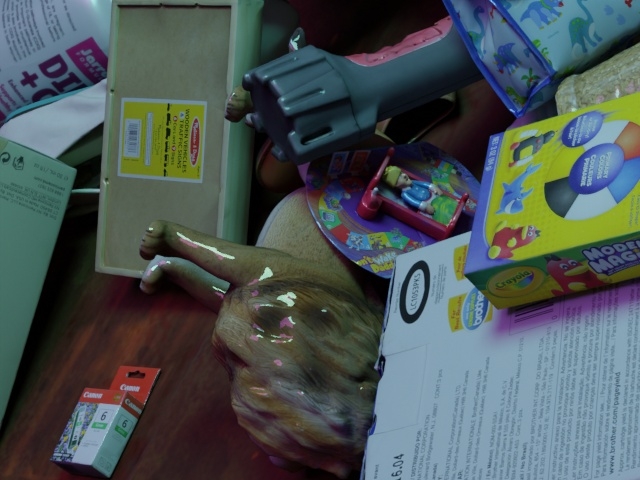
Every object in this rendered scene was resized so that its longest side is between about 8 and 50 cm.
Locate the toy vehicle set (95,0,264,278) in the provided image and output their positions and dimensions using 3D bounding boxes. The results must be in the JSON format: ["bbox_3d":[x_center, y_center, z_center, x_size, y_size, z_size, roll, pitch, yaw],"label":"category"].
[{"bbox_3d":[-0.134,-0.094,1.864,0.166,0.035,0.267,7,95,40],"label":"toy vehicle set"}]

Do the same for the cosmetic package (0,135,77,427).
[{"bbox_3d":[-0.366,0.054,1.958,0.160,0.113,0.310,5,76,46],"label":"cosmetic package"}]

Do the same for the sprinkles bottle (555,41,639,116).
[{"bbox_3d":[0.353,-0.148,1.487,0.355,0.121,0.121,-29,40,23],"label":"sprinkles bottle"}]

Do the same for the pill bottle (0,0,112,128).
[{"bbox_3d":[-0.250,-0.221,2.118,0.283,0.160,0.160,-24,42,28],"label":"pill bottle"}]

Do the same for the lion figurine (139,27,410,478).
[{"bbox_3d":[0.000,0.000,1.665,0.240,0.142,0.392,23,59,6],"label":"lion figurine"}]

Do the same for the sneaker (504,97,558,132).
[{"bbox_3d":[0.176,-0.030,1.603,0.094,0.080,0.212,-33,29,26],"label":"sneaker"}]

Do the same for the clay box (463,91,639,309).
[{"bbox_3d":[0.208,-0.037,1.343,0.222,0.053,0.127,-17,45,36],"label":"clay box"}]

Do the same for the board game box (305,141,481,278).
[{"bbox_3d":[0.073,-0.036,1.633,0.133,0.168,0.033,63,146,30],"label":"board game box"}]

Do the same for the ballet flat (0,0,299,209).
[{"bbox_3d":[-0.169,-0.117,1.992,0.400,0.139,0.139,-23,43,35],"label":"ballet flat"}]

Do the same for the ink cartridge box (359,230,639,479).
[{"bbox_3d":[0.181,0.112,1.395,0.395,0.151,0.270,-18,44,31],"label":"ink cartridge box"}]

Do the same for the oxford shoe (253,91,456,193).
[{"bbox_3d":[0.029,-0.096,1.805,0.212,0.076,0.076,-33,49,20],"label":"oxford shoe"}]

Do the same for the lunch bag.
[{"bbox_3d":[0.174,-0.199,1.608,0.128,0.151,0.096,-30,-13,-28],"label":"lunch bag"}]

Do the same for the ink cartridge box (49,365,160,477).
[{"bbox_3d":[-0.197,0.159,1.827,0.063,0.029,0.115,0,58,45],"label":"ink cartridge box"}]

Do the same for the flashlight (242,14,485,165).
[{"bbox_3d":[0.081,-0.162,1.671,0.304,0.103,0.103,-22,12,-21],"label":"flashlight"}]
